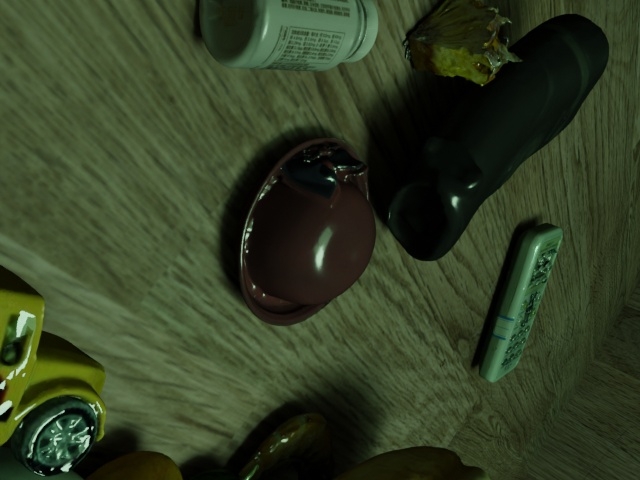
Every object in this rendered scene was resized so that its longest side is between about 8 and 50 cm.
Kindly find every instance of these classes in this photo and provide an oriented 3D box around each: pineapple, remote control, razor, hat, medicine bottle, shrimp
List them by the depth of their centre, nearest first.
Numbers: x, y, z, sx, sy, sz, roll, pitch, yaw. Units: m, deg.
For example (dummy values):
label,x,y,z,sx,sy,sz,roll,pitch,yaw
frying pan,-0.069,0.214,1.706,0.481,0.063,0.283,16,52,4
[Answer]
label,x,y,z,sx,sy,sz,roll,pitch,yaw
medicine bottle,-0.020,-0.177,0.467,0.140,0.079,0.079,-15,123,-45
hat,0.000,0.000,0.596,0.206,0.089,0.205,-28,131,-38
pineapple,0.151,-0.221,0.642,0.117,0.137,0.069,-15,133,8
razor,0.211,-0.130,0.717,0.349,0.113,0.204,-43,165,-23
shrimp,-0.058,0.339,0.787,0.198,0.051,0.261,-34,140,-20
remote control,0.397,0.126,1.176,0.128,0.066,0.334,-12,121,-44

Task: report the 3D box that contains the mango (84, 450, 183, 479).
label,x,y,z,sx,sy,sz,roll,pitch,yaw
mango,-0.199,0.297,0.530,0.147,0.109,0.227,36,83,-29

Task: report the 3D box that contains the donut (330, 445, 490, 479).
label,x,y,z,sx,sy,sz,roll,pitch,yaw
donut,0.035,0.431,0.743,0.449,0.198,0.448,-29,153,-16

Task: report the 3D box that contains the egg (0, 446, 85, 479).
label,x,y,z,sx,sy,sz,roll,pitch,yaw
egg,-0.251,0.217,0.351,0.264,0.183,0.182,5,109,-59

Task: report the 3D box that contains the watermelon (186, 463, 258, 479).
label,x,y,z,sx,sy,sz,roll,pitch,yaw
watermelon,-0.114,0.299,0.638,0.109,0.109,0.108,-29,132,-37

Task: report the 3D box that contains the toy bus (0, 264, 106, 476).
label,x,y,z,sx,sy,sz,roll,pitch,yaw
toy bus,-0.261,0.046,0.287,0.336,0.121,0.122,24,84,-53
